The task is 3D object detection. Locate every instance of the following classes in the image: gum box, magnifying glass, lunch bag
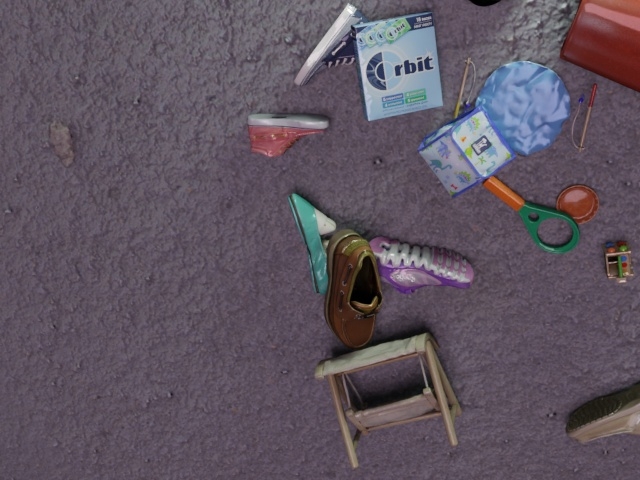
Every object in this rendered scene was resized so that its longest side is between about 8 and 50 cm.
[{"bbox_3d":[0.150,-0.339,1.569,0.157,0.041,0.184,-12,111,-7],"label":"gum box"},{"bbox_3d":[0.434,-0.057,1.664,0.231,0.026,0.092,36,126,-4],"label":"magnifying glass"},{"bbox_3d":[0.291,-0.179,1.598,0.151,0.096,0.129,-31,104,30],"label":"lunch bag"}]

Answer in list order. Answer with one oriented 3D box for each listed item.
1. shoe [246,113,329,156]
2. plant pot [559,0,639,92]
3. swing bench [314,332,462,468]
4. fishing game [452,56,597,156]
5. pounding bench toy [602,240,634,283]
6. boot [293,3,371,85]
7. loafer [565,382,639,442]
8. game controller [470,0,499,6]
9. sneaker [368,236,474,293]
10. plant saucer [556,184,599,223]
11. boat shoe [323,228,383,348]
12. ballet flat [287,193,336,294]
[{"bbox_3d":[-0.066,-0.219,1.679,0.178,0.063,0.081,4,114,15],"label":"shoe"},{"bbox_3d":[0.577,-0.372,1.397,0.265,0.272,0.272,21,114,11],"label":"plant pot"},{"bbox_3d":[0.157,0.341,1.810,0.253,0.165,0.254,-17,102,17],"label":"swing bench"},{"bbox_3d":[0.398,-0.259,1.586,0.264,0.041,0.189,12,113,15],"label":"fishing game"},{"bbox_3d":[0.609,0.044,1.642,0.052,0.083,0.065,-8,111,14],"label":"pounding bench toy"},{"bbox_3d":[0.032,-0.366,1.593,0.086,0.069,0.190,36,112,-10],"label":"boot"},{"bbox_3d":[0.671,0.386,1.760,0.268,0.102,0.092,-29,98,19],"label":"loafer"},{"bbox_3d":[0.271,-0.590,1.460,0.166,0.067,0.319,-32,102,21],"label":"game controller"},{"bbox_3d":[0.209,0.070,1.730,0.236,0.095,0.104,13,119,11],"label":"sneaker"},{"bbox_3d":[0.526,-0.074,1.648,0.083,0.013,0.083,4,111,9],"label":"plant saucer"},{"bbox_3d":[0.075,0.128,1.725,0.111,0.104,0.307,-26,129,-21],"label":"boat shoe"},{"bbox_3d":[0.000,0.000,1.749,0.087,0.083,0.247,-15,112,2],"label":"ballet flat"}]
